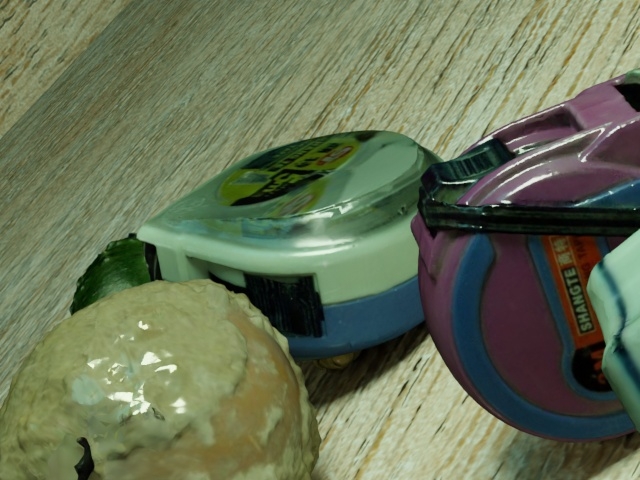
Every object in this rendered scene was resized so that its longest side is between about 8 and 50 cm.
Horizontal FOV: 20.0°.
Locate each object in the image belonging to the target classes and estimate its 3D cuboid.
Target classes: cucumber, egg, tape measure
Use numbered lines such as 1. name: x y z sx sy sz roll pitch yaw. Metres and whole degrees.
1. cucumber: -0.211 0.083 1.970 0.145 0.105 0.325 -14 20 -3
2. egg: -0.141 0.176 1.480 0.310 0.279 0.279 -55 22 -9
3. tape measure: 0.190 0.017 1.290 0.245 0.231 0.149 -20 22 1
4. tape measure: -0.002 -0.001 1.679 0.262 0.138 0.259 5 31 41

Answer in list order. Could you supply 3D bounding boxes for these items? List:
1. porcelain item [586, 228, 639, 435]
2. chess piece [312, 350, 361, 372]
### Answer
1. porcelain item: 0.273 0.094 0.826 0.157 0.281 0.286 -38 -24 20
2. chess piece: 0.003 0.081 1.731 0.060 0.060 0.172 -38 22 2
